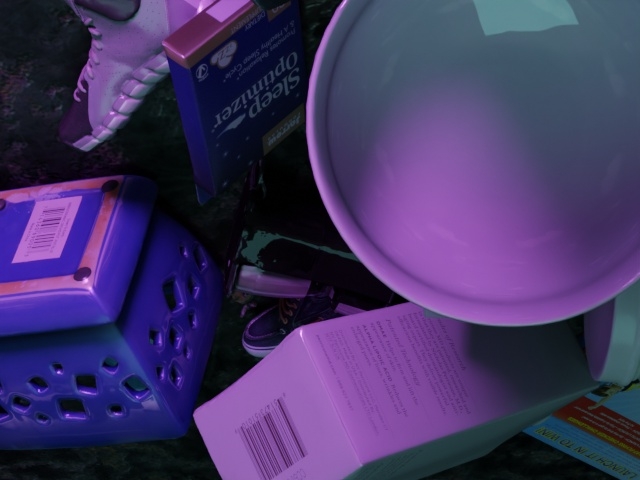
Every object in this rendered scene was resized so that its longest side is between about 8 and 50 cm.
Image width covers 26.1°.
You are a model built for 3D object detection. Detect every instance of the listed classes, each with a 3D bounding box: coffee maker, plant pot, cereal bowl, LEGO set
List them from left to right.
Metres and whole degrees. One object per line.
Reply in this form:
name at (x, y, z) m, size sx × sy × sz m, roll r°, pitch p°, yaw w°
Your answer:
plant pot at (-0.259, 0.066, 1.470) m, size 0.236 × 0.236 × 0.212 m, roll -7°, pitch 133°, yaw 17°
LEGO set at (-0.092, 0.052, 1.605) m, size 0.054 × 0.023 × 0.083 m, roll 12°, pitch 129°, yaw -13°
coffee maker at (0.000, 0.000, 1.440) m, size 0.178 × 0.120 × 0.171 m, roll 11°, pitch 142°, yaw -10°
cereal bowl at (0.156, -0.102, 1.179) m, size 0.338 × 0.339 × 0.141 m, roll 3°, pitch -176°, yaw 3°

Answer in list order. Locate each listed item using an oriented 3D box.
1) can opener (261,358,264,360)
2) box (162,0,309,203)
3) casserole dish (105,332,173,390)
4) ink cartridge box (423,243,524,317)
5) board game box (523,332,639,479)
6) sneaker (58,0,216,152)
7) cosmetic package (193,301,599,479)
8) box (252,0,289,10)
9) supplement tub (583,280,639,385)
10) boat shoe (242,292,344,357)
can opener at (0.013, 0.123, 1.667) m, size 0.186 × 0.073 × 0.059 m, roll -14°, pitch 100°, yaw 18°
box at (-0.069, -0.133, 1.268) m, size 0.036 × 0.136 × 0.225 m, roll 35°, pitch 154°, yaw 26°
casserole dish at (-0.247, 0.126, 1.703) m, size 0.114 × 0.037 × 0.188 m, roll -21°, pitch 135°, yaw 30°
ink cartridge box at (0.162, -0.030, 1.337) m, size 0.128 × 0.176 × 0.127 m, roll 0°, pitch 146°, yaw 6°
board game box at (0.448, 0.191, 1.672) m, size 0.308 × 0.086 × 0.302 m, roll 28°, pitch 137°, yaw -28°
sneaker at (-0.202, -0.184, 1.261) m, size 0.132 × 0.086 × 0.228 m, roll 34°, pitch 124°, yaw -26°
cosmetic package at (0.090, 0.170, 1.483) m, size 0.385 × 0.156 × 0.217 m, roll -11°, pitch 158°, yaw -44°
box at (0.050, -0.358, 0.785) m, size 0.395 × 0.212 × 0.293 m, roll -23°, pitch 151°, yaw 17°
supplement tub at (0.434, 0.054, 1.373) m, size 0.316 × 0.228 × 0.228 m, roll 3°, pitch 143°, yaw 2°
boat shoe at (-0.025, 0.073, 1.591) m, size 0.183 × 0.065 × 0.083 m, roll -22°, pitch 135°, yaw 21°
